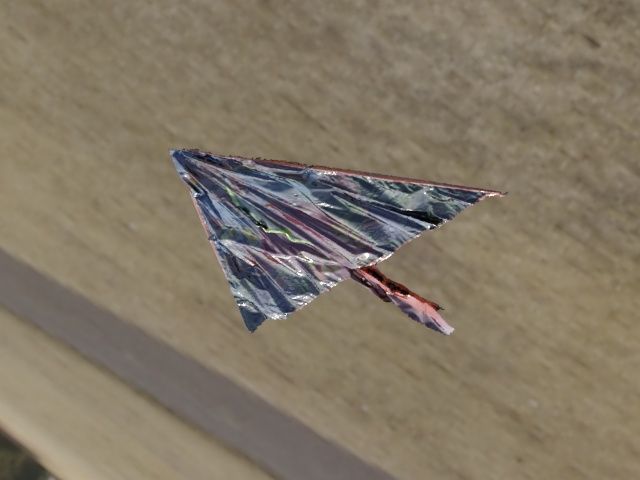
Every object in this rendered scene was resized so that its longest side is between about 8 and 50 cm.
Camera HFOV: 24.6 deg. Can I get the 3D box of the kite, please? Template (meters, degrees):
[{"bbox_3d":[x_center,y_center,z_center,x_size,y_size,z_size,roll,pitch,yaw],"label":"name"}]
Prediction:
[{"bbox_3d":[0.000,0.000,0.788,0.189,0.009,0.232,34,145,-16],"label":"kite"}]
